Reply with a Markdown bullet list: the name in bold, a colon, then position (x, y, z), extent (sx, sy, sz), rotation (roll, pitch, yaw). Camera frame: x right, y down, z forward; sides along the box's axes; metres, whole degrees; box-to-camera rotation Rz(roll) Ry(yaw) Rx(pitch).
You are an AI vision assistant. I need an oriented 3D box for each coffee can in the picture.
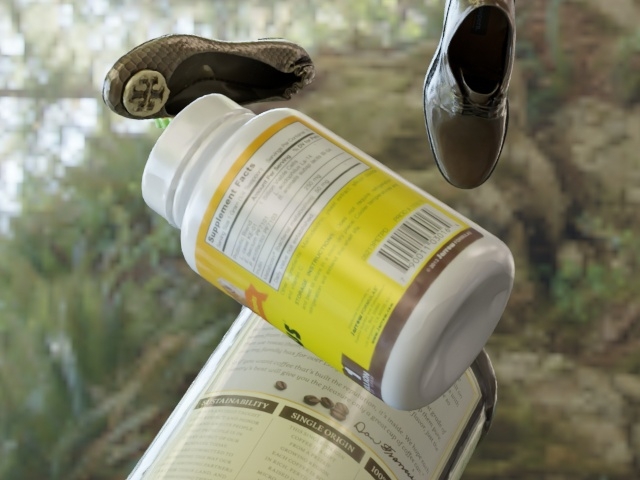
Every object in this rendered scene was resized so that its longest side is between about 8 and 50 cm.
- **coffee can**: position (-0.019, 0.170, 1.323), extent (0.275, 0.201, 0.201), rotation (-56, -29, -44)

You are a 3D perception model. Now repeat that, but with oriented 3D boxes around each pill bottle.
- **pill bottle**: position (0.000, 0.000, 1.154), extent (0.117, 0.215, 0.117), rotation (-45, -24, -27)

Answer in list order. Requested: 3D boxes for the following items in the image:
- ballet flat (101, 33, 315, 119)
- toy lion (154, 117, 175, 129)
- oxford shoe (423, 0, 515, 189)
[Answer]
- **ballet flat**: position (-0.100, -0.153, 1.862), extent (0.250, 0.058, 0.084), rotation (-9, -50, -43)
- **toy lion**: position (-0.155, -0.158, 2.256), extent (0.100, 0.096, 0.034), rotation (24, 138, 57)
- **oxford shoe**: position (0.136, -0.136, 1.779), extent (0.096, 0.083, 0.227), rotation (-85, -4, -57)
